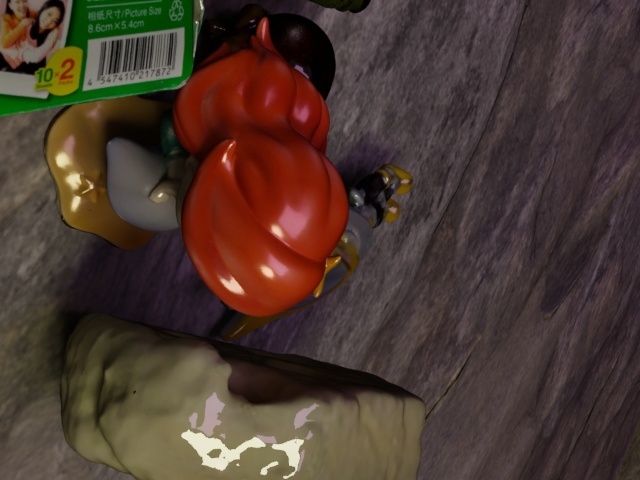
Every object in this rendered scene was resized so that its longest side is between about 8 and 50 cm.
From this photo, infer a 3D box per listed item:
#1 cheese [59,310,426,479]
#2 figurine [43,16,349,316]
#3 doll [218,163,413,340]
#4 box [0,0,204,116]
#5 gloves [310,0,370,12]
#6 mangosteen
[{"bbox_3d":[-0.065,0.148,0.695,0.318,0.327,0.115,135,-33,-82],"label":"cheese"},{"bbox_3d":[-0.085,-0.061,0.649,0.208,0.257,0.180,-46,132,-33],"label":"figurine"},{"bbox_3d":[-0.001,0.004,0.897,0.103,0.145,0.316,53,44,0],"label":"doll"},{"bbox_3d":[-0.220,-0.146,0.527,0.250,0.180,0.102,-23,121,-46],"label":"box"},{"bbox_3d":[-0.063,-0.277,0.728,0.268,0.107,0.135,16,57,-39],"label":"gloves"},{"bbox_3d":[-0.053,-0.173,0.773,0.140,0.140,0.140,-18,114,-46],"label":"mangosteen"}]
